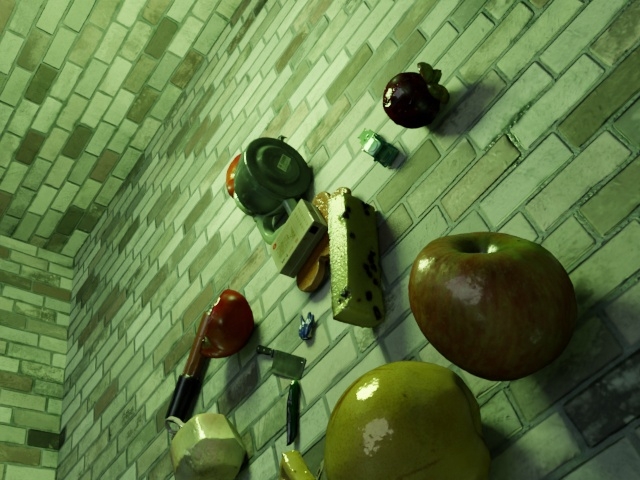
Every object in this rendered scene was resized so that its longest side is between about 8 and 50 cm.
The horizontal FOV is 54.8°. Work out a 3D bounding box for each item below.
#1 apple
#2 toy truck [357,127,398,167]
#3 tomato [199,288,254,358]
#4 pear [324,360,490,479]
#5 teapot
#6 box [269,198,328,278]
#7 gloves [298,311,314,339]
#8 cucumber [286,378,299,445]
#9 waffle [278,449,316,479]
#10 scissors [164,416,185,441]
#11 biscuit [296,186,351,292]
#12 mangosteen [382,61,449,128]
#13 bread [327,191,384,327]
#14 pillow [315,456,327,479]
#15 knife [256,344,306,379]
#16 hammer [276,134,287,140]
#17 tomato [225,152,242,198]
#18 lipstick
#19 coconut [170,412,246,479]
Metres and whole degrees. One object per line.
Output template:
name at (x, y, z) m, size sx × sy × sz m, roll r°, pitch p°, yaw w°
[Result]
apple at (0.310, 0.123, 1.147) m, size 0.309 × 0.277 × 0.250 m, roll -136°, pitch 37°, yaw -67°
toy truck at (0.148, -0.281, 1.778) m, size 0.067 × 0.081 × 0.175 m, roll -54°, pitch 35°, yaw 15°
tomato at (-0.286, 0.276, 1.969) m, size 0.233 × 0.139 × 0.200 m, roll 113°, pitch 180°, yaw -46°
pear at (0.161, 0.378, 1.174) m, size 0.314 × 0.314 × 0.315 m, roll -32°, pitch 47°, yaw 41°
teapot at (-0.155, -0.158, 2.059) m, size 0.239 × 0.321 × 0.239 m, roll -44°, pitch -2°, yaw -44°
box at (-0.069, -0.006, 1.853) m, size 0.201 × 0.058 × 0.141 m, roll -56°, pitch 33°, yaw 17°
gloves at (-0.043, 0.244, 1.770) m, size 0.064 × 0.026 × 0.086 m, roll -19°, pitch 56°, yaw 50°
cucumber at (-0.077, 0.466, 1.678) m, size 0.036 × 0.033 × 0.184 m, roll 118°, pitch 157°, yaw -56°
waffle at (-0.039, 0.643, 1.407) m, size 0.221 × 0.055 × 0.248 m, roll 40°, pitch 130°, yaw 55°
scissors at (-0.420, 0.629, 2.023) m, size 0.242 × 0.030 × 0.118 m, roll -17°, pitch 98°, yaw 37°
biscuit at (0.003, 0.001, 1.836) m, size 0.205 × 0.049 × 0.324 m, roll -5°, pitch 65°, yaw 55°
mangosteen at (0.254, -0.380, 1.622) m, size 0.180 × 0.166 × 0.166 m, roll -39°, pitch 42°, yaw 31°
bread at (0.092, 0.050, 1.604) m, size 0.077 × 0.138 × 0.362 m, roll -32°, pitch 47°, yaw 37°
pillow at (0.041, 0.526, 1.376) m, size 0.173 × 0.067 × 0.270 m, roll -115°, pitch 30°, yaw -53°
knife at (-0.125, 0.359, 1.822) m, size 0.245 × 0.019 × 0.072 m, roll 4°, pitch 75°, yaw 53°
hammer at (-0.145, -0.315, 2.264) m, size 0.062 × 0.017 × 0.182 m, roll -35°, pitch 46°, yaw 38°
tomato at (-0.264, -0.228, 2.265) m, size 0.195 × 0.136 × 0.195 m, roll -28°, pitch 52°, yaw 43°
lipstick at (-0.439, 0.430, 2.160) m, size 0.077 × 0.077 × 0.419 m, roll 5°, pitch 73°, yaw 55°
coconut at (-0.338, 0.614, 1.802) m, size 0.236 × 0.197 × 0.237 m, roll -26°, pitch 56°, yaw 46°
